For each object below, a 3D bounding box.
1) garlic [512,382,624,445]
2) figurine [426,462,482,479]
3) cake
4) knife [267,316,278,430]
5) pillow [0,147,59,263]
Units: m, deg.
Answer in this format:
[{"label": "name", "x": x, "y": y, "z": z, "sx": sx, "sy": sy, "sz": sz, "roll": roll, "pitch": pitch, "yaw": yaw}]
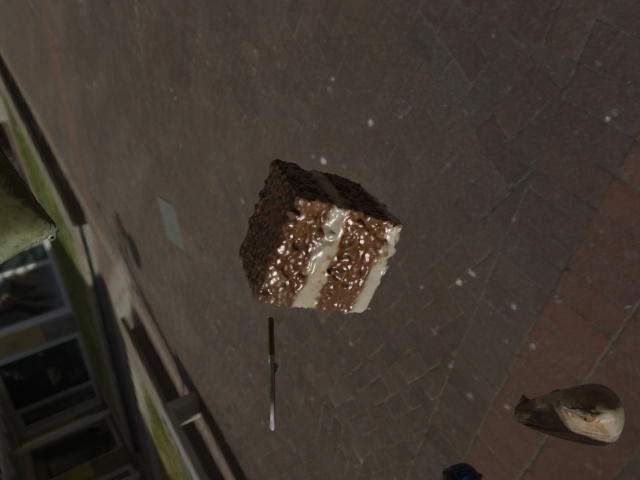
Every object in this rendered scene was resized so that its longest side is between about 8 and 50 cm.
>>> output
[{"label": "garlic", "x": 0.375, "y": 0.254, "z": 0.837, "sx": 0.198, "sy": 0.128, "sz": 0.090, "roll": 98, "pitch": 177, "yaw": -76}, {"label": "figurine", "x": 0.216, "y": 0.426, "z": 0.984, "sx": 0.077, "sy": 0.136, "sz": 0.079, "roll": 54, "pitch": 134, "yaw": 44}, {"label": "cake", "x": 0.000, "y": 0.000, "z": 0.646, "sx": 0.135, "sy": 0.147, "sz": 0.134, "roll": -65, "pitch": 25, "yaw": 20}, {"label": "knife", "x": -0.093, "y": 0.254, "z": 1.121, "sx": 0.256, "sy": 0.022, "sz": 0.046, "roll": -97, "pitch": 12, "yaw": -50}, {"label": "pillow", "x": -0.672, "y": -0.082, "z": 1.120, "sx": 0.302, "sy": 0.185, "sz": 0.075, "roll": 52, "pitch": 161, "yaw": 6}]
